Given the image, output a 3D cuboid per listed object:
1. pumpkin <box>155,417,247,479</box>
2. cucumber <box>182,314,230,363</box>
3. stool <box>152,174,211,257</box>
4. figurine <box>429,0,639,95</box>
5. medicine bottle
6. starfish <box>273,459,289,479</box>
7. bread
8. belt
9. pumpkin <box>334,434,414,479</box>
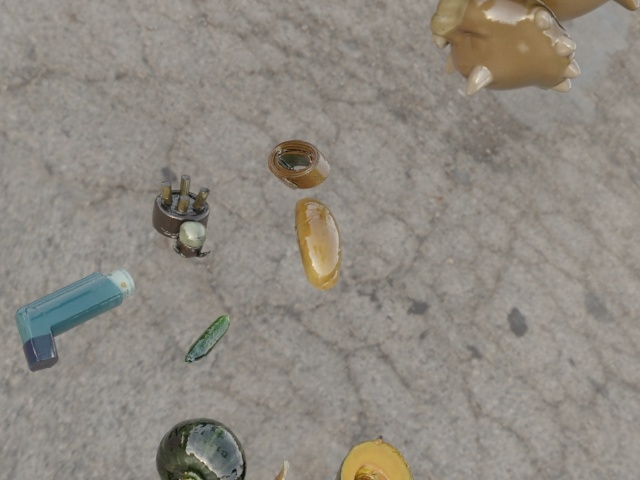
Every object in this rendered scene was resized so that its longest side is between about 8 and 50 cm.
[{"bbox_3d":[-0.210,0.392,1.393,0.125,0.167,0.167,-13,66,-52],"label":"pumpkin"},{"bbox_3d":[-0.210,0.187,1.454,0.037,0.037,0.155,44,37,-2],"label":"cucumber"},{"bbox_3d":[-0.302,-0.052,1.758,0.125,0.121,0.217,1,39,-27],"label":"stool"},{"bbox_3d":[0.245,-0.250,0.867,0.247,0.173,0.177,-24,33,-19],"label":"figurine"},{"bbox_3d":[-0.480,0.146,1.553,0.258,0.079,0.124,-31,80,-36],"label":"medicine bottle"},{"bbox_3d":[-0.117,0.638,1.437,0.132,0.384,0.398,27,35,-15],"label":"starfish"},{"bbox_3d":[0.000,0.000,1.393,0.114,0.077,0.189,51,25,-49],"label":"bread"},{"bbox_3d":[-0.028,-0.093,0.997,0.036,0.083,0.059,41,71,-47],"label":"belt"},{"bbox_3d":[0.136,0.538,1.664,0.278,0.111,0.163,43,51,-7],"label":"pumpkin"}]
